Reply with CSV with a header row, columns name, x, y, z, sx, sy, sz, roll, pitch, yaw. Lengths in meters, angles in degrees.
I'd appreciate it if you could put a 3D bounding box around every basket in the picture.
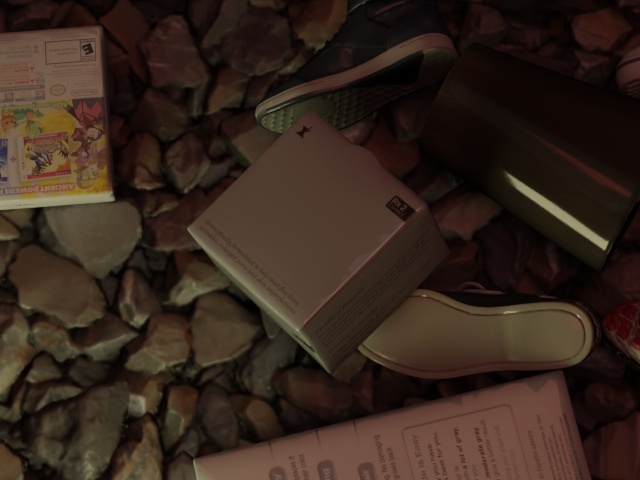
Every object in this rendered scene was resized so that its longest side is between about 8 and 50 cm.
name,x,y,z,sx,sy,sz,roll,pitch,yaw
basket,0.230,-0.098,1.675,0.227,0.154,0.204,29,53,11

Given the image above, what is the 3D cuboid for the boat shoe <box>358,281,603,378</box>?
name,x,y,z,sx,sy,sz,roll,pitch,yaw
boat shoe,0.160,0.089,1.667,0.255,0.079,0.095,-5,89,21

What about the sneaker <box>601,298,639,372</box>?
name,x,y,z,sx,sy,sz,roll,pitch,yaw
sneaker,0.406,0.162,1.637,0.299,0.112,0.121,33,41,21

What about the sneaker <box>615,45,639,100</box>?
name,x,y,z,sx,sy,sz,roll,pitch,yaw
sneaker,0.422,-0.248,1.734,0.282,0.102,0.161,-16,75,-13

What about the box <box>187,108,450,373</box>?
name,x,y,z,sx,sy,sz,roll,pitch,yaw
box,0.000,0.000,1.643,0.182,0.119,0.181,-44,59,-8

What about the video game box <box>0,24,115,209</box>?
name,x,y,z,sx,sy,sz,roll,pitch,yaw
video game box,-0.324,-0.127,1.737,0.205,0.048,0.187,-4,77,0

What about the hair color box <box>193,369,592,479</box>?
name,x,y,z,sx,sy,sz,roll,pitch,yaw
hair color box,0.077,0.266,1.621,0.375,0.113,0.185,-13,79,-3

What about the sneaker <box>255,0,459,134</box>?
name,x,y,z,sx,sy,sz,roll,pitch,yaw
sneaker,0.026,-0.214,1.736,0.226,0.086,0.163,-21,61,15
